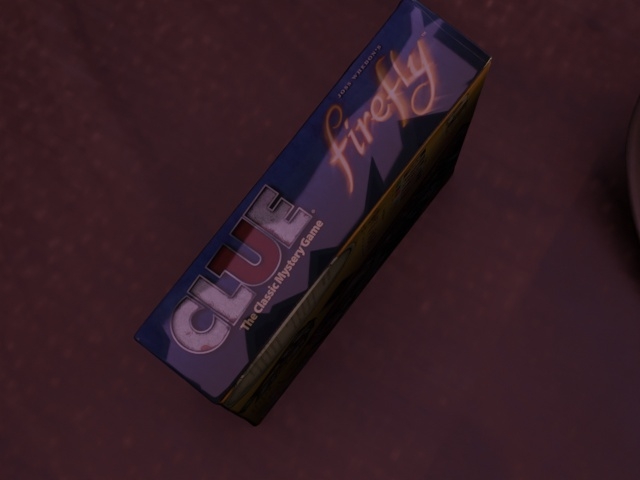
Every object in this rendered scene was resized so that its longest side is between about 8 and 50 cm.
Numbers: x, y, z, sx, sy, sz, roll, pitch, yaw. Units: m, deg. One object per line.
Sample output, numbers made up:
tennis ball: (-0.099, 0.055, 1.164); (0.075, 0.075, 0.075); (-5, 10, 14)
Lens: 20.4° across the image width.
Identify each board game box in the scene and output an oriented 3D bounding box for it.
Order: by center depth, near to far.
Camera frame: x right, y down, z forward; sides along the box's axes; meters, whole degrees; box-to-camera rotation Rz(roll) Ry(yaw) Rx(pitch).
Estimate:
board game box: (0.000, 0.000, 0.762); (0.042, 0.243, 0.165); (38, 84, 6)

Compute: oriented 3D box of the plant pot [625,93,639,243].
plant pot: (0.322, -0.039, 0.784); (0.274, 0.256, 0.256); (-34, 84, -19)
